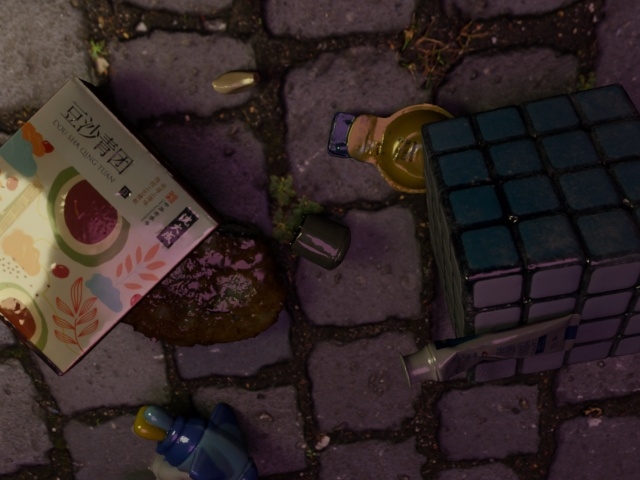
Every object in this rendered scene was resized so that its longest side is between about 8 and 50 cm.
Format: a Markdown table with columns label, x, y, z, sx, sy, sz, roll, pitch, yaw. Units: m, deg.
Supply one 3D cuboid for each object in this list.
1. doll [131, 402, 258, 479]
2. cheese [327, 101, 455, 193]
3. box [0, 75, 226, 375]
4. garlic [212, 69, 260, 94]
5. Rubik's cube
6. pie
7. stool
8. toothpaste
| label | x | y | z | sx | sy | sz | roll | pitch | yaw |
| --- | --- | --- | --- | --- | --- | --- | --- | --- | --- |
| doll | -0.282 | 0.526 | 1.418 | 0.376 | 0.187 | 0.365 | -4 | 125 | -19 |
| cheese | 0.150 | -0.176 | 1.158 | 0.271 | 0.069 | 0.176 | 10 | 115 | -4 |
| box | -0.427 | -0.023 | 1.095 | 0.385 | 0.122 | 0.344 | -44 | 95 | 2 |
| garlic | -0.146 | -0.284 | 1.107 | 0.083 | 0.053 | 0.041 | -7 | 100 | 16 |
| Rubik's cube | 0.369 | -0.002 | 1.041 | 0.337 | 0.344 | 0.343 | -12 | 141 | 5 |
| pie | -0.245 | 0.089 | 1.257 | 0.355 | 0.103 | 0.288 | 7 | 115 | -8 |
| stool | 0.000 | 0.000 | 1.227 | 0.110 | 0.096 | 0.096 | 25 | 113 | -7 |
| toothpaste | 0.254 | 0.165 | 0.934 | 0.266 | 0.061 | 0.096 | -13 | 139 | 1 |
